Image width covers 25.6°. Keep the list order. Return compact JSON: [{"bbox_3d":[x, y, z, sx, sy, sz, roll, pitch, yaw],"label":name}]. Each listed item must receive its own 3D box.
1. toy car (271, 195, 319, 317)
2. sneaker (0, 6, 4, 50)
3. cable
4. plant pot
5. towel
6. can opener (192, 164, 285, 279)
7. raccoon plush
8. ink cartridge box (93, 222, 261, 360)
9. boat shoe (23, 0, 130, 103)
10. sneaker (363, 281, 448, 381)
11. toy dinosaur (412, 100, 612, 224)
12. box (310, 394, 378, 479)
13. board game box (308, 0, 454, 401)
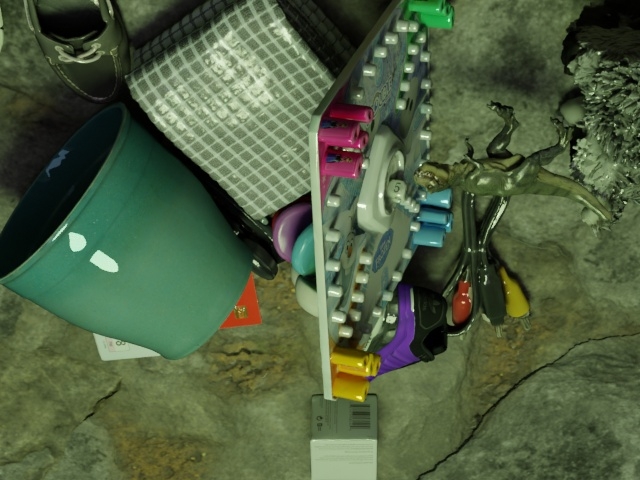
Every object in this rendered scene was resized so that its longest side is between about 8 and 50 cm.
[{"bbox_3d":[0.000,0.000,1.842,0.136,0.182,0.159,31,101,-13],"label":"toy car"},{"bbox_3d":[-0.442,-0.260,1.623,0.130,0.147,0.330,30,142,-1],"label":"sneaker"},{"bbox_3d":[0.210,0.023,1.940,0.140,0.072,0.287,-12,116,0],"label":"cable"},{"bbox_3d":[-0.233,0.009,1.777,0.255,0.271,0.272,37,117,-22],"label":"plant pot"},{"bbox_3d":[-0.066,-0.172,1.747,0.235,0.121,0.283,-32,120,21],"label":"towel"},{"bbox_3d":[-0.111,-0.031,1.891,0.059,0.073,0.186,-38,106,11],"label":"can opener"},{"bbox_3d":[0.438,-0.104,1.649,0.216,0.446,0.299,-24,126,-16],"label":"raccoon plush"},{"bbox_3d":[-0.212,0.073,1.966,0.232,0.066,0.189,-4,126,7],"label":"ink cartridge box"},{"bbox_3d":[-0.308,-0.292,1.671,0.112,0.095,0.335,-9,126,5],"label":"boat shoe"},{"bbox_3d":[0.100,0.144,1.943,0.146,0.102,0.293,3,154,-11],"label":"sneaker"},{"bbox_3d":[0.239,-0.096,1.684,0.268,0.064,0.118,8,110,-15],"label":"toy dinosaur"},{"bbox_3d":[0.035,0.294,2.099,0.102,0.101,0.087,-1,126,2],"label":"box"},{"bbox_3d":[0.085,-0.069,1.662,0.050,0.390,0.390,11,128,18],"label":"board game box"}]
